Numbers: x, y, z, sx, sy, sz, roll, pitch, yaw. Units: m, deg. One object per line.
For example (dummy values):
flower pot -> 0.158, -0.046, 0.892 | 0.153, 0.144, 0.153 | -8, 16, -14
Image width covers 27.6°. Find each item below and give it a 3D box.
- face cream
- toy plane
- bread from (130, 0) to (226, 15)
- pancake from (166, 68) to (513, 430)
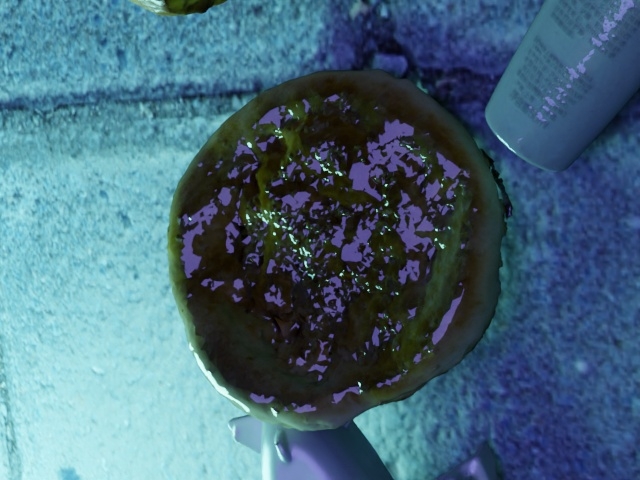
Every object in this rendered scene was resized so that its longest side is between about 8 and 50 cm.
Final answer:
face cream -> 0.175, -0.135, 0.783 | 0.084, 0.057, 0.198 | 48, 126, 21
toy plane -> 0.022, 0.209, 0.972 | 0.244, 0.117, 0.245 | 3, 97, 23
bread -> -0.086, -0.291, 0.832 | 0.172, 0.312, 0.312 | 41, 125, 16
pancake -> 0.001, 0.001, 0.937 | 0.282, 0.049, 0.282 | -5, 80, 30
